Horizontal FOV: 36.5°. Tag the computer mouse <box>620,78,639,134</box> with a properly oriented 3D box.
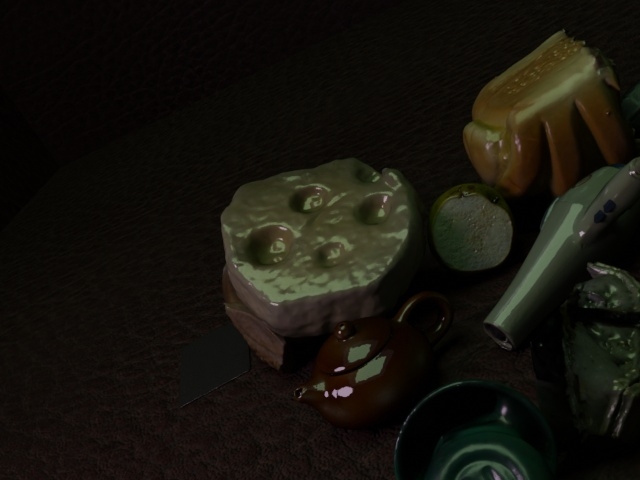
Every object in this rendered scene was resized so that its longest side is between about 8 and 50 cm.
[{"bbox_3d":[0.577,-0.248,1.562,0.231,0.071,0.126,-25,23,15],"label":"computer mouse"}]

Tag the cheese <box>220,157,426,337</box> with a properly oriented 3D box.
[{"bbox_3d":[0.000,0.000,1.472,0.326,0.115,0.318,28,61,31],"label":"cheese"}]

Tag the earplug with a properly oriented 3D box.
[{"bbox_3d":[0.154,0.268,0.988,0.163,0.258,0.280,4,11,9],"label":"earplug"}]

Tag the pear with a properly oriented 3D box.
[{"bbox_3d":[0.231,-0.018,1.471,0.141,0.141,0.104,-24,4,19],"label":"pear"}]

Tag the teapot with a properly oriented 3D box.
[{"bbox_3d":[0.076,0.150,1.305,0.252,0.135,0.178,-38,27,-13],"label":"teapot"}]

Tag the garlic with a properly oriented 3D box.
[{"bbox_3d":[-0.030,0.062,1.600,0.279,0.132,0.325,20,50,35],"label":"garlic"}]

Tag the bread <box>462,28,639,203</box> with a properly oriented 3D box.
[{"bbox_3d":[0.360,-0.168,1.520,0.270,0.211,0.316,-37,14,10],"label":"bread"}]

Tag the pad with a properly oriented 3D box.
[{"bbox_3d":[-0.186,0.206,1.696,0.143,0.003,0.211,-29,22,7],"label":"pad"}]

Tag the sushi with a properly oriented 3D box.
[{"bbox_3d":[0.331,0.120,1.087,0.109,0.134,0.273,1,22,31],"label":"sushi"}]

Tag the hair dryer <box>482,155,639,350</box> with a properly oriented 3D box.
[{"bbox_3d":[0.313,0.016,1.228,0.296,0.119,0.298,-52,-12,5],"label":"hair dryer"}]
